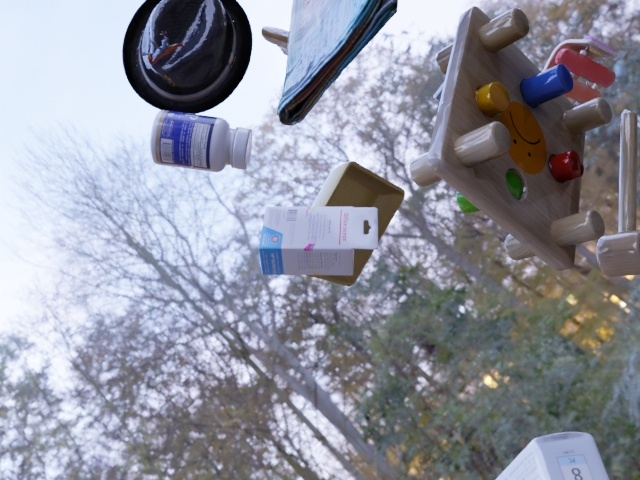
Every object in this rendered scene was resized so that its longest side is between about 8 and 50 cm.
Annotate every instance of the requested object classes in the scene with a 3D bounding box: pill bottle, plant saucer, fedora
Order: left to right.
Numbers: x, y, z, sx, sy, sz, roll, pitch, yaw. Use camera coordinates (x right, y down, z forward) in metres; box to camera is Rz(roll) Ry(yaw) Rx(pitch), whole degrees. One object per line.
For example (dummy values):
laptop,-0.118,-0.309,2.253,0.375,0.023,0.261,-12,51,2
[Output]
fedora,-0.314,-0.467,1.560,0.334,0.334,0.152,-45,0,-7
pill bottle,-0.236,-0.195,1.349,0.112,0.187,0.111,8,-90,-89
plant saucer,0.063,-0.049,1.891,0.333,0.081,0.332,20,-78,-54

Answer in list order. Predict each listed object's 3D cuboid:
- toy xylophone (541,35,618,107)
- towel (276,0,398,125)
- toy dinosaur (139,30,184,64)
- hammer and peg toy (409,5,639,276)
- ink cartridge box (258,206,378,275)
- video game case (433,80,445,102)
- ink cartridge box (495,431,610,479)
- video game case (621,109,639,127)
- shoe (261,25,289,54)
toy xylophone,0.565,-0.305,1.545,0.236,0.081,0.322,1,-62,-33
towel,0.019,-0.376,0.984,0.040,0.370,0.271,20,-37,-25
toy dinosaur,-0.337,-0.402,1.426,0.047,0.090,0.082,128,150,-60
hammer and peg toy,0.283,-0.104,0.863,0.127,0.361,0.265,-21,44,48
ink cartridge box,0.000,0.000,1.064,0.104,0.182,0.061,-85,-7,-48
video game case,0.285,-0.282,1.312,0.122,0.011,0.087,31,-79,-35
ink cartridge box,0.309,0.481,0.838,0.091,0.384,0.308,-3,-37,-11
video game case,0.681,-0.201,1.321,0.157,0.143,0.019,7,-58,-44
shoe,-0.046,-0.446,1.604,0.076,0.219,0.058,-66,1,-65
